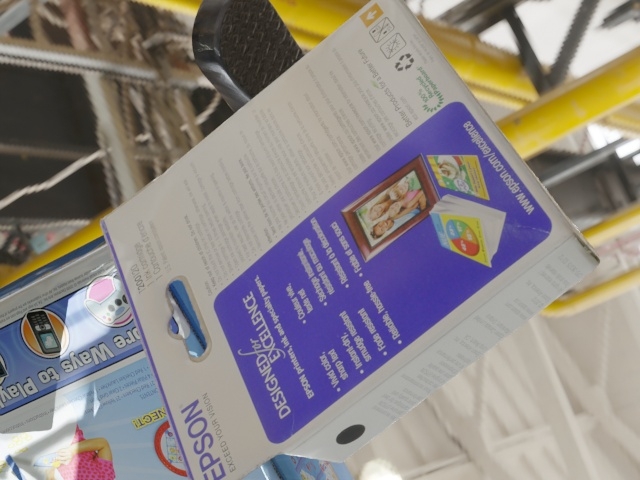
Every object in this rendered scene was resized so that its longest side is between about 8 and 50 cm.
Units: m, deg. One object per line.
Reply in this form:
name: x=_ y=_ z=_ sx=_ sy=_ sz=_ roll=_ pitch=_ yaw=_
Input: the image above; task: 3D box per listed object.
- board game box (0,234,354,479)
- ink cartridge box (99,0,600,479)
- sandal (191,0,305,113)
board game box: x=-0.151 y=0.168 z=0.819 sx=0.302 sy=0.308 sz=0.086 roll=61 pitch=-157 yaw=-10
ink cartridge box: x=0.000 y=0.000 z=0.580 sx=0.045 sy=0.208 sz=0.206 roll=42 pitch=-165 yaw=-46
sandal: x=-0.033 y=-0.100 z=0.912 sx=0.097 sy=0.054 sz=0.254 roll=-63 pitch=-37 yaw=-28
